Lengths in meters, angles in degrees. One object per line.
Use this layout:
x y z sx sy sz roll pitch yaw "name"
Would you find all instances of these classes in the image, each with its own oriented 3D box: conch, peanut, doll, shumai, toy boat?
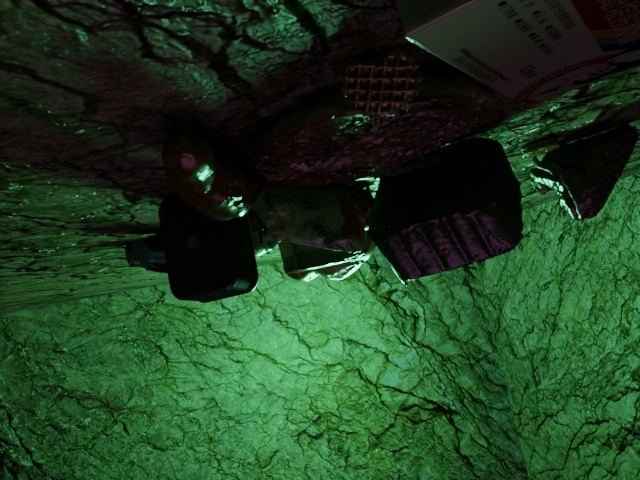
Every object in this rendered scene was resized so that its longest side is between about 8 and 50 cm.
-0.165 -0.016 1.385 0.173 0.106 0.116 -29 157 -10 "conch"
0.023 0.043 1.887 0.387 0.192 0.170 -18 180 40 "peanut"
0.119 -0.131 1.004 0.195 0.070 0.096 -6 -170 9 "doll"
0.586 -0.176 1.288 0.185 0.218 0.184 26 -142 17 "shumai"
-0.285 0.016 1.419 0.392 0.136 0.079 -5 139 -51 "toy boat"

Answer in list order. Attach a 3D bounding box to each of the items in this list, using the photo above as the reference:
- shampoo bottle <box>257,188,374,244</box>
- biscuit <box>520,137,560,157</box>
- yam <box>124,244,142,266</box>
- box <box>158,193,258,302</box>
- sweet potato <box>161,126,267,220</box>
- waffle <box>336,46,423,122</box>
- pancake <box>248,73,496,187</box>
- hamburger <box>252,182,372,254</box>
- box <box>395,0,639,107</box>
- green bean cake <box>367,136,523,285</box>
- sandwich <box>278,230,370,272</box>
-0.012 -0.054 1.308 0.284 0.101 0.101 -10 174 -21 "shampoo bottle"
0.495 -0.209 1.263 0.084 0.023 0.084 -14 174 -2 "biscuit"
-0.365 0.025 1.507 0.317 0.071 0.067 -8 136 -35 "yam"
-0.205 0.006 1.012 0.145 0.200 0.090 -13 170 18 "box"
-0.144 -0.079 0.785 0.106 0.095 0.354 -54 172 6 "sweet potato"
0.065 -0.166 0.592 0.085 0.016 0.078 -23 127 18 "waffle"
0.074 -0.145 0.793 0.356 0.065 0.356 -12 170 -2 "pancake"
-0.012 -0.057 1.019 0.214 0.125 0.235 21 -163 1 "hamburger"
0.238 -0.210 0.505 0.214 0.069 0.353 -16 175 34 "box"
0.230 -0.066 1.035 0.250 0.156 0.247 -21 -152 29 "green bean cake"
0.000 0.001 1.625 0.228 0.155 0.198 -11 176 -17 "sandwich"
